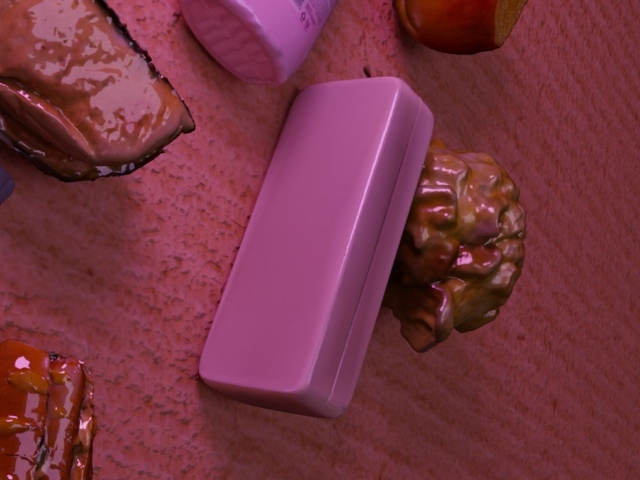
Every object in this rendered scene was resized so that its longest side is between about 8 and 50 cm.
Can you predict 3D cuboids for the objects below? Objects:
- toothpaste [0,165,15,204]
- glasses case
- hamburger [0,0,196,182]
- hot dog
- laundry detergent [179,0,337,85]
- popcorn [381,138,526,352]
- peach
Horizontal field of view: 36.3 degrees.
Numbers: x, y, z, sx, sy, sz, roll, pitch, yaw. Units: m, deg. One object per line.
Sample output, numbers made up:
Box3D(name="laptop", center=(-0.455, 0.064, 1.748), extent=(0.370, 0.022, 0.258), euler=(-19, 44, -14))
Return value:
Box3D(name="toothpaste", center=(-0.292, -0.090, 0.662), extent=(0.089, 0.057, 0.234), euler=(-55, 138, -31))
Box3D(name="glasses case", center=(0.000, 0.000, 0.955), extent=(0.076, 0.144, 0.336), euler=(40, 62, -45))
Box3D(name="hamburger", center=(-0.209, -0.137, 0.719), extent=(0.131, 0.124, 0.262), euler=(-48, 125, -16))
Box3D(name="hot dog", center=(-0.231, 0.211, 0.735), extent=(0.115, 0.072, 0.268), euler=(21, 75, -58))
Box3D(name="laundry detergent", center=(-0.021, -0.317, 0.963), extent=(0.159, 0.088, 0.335), euler=(48, 54, -40))
Box3D(name="popcorn", center=(0.124, -0.004, 1.078), extent=(0.216, 0.181, 0.235), euler=(-52, 129, -37))
Box3D(name="peach", center=(0.182, -0.308, 1.126), extent=(0.190, 0.193, 0.190), euler=(174, -90, -86))
